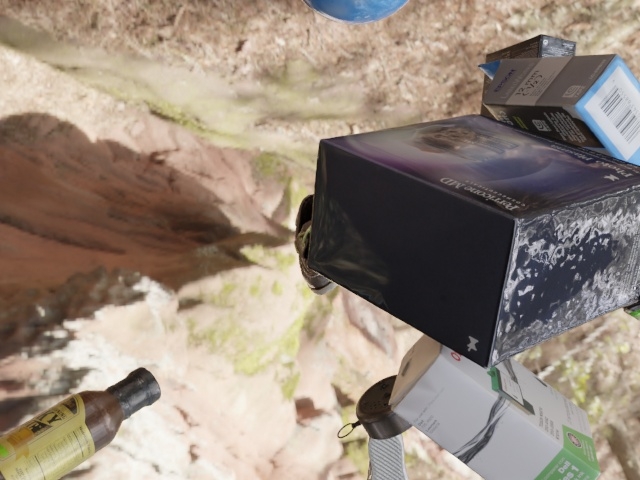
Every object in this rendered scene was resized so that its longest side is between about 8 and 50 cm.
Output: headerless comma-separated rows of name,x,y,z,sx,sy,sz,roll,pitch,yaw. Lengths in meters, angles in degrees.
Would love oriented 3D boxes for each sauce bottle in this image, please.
sauce bottle,-0.425,0.326,1.451,0.344,0.111,0.111,-31,161,-40

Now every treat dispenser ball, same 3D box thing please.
treat dispenser ball,0.071,-0.573,1.705,0.288,0.288,0.288,-10,146,-7

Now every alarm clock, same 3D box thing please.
alarm clock,0.110,0.310,1.580,0.192,0.129,0.064,-33,107,7

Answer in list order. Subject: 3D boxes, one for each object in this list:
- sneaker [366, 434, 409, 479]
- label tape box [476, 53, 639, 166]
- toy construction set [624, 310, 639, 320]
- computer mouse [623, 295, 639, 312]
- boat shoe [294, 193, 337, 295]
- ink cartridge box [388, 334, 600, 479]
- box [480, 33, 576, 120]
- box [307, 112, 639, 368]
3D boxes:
sneaker,0.149,0.500,1.949,0.102,0.161,0.282,2,112,-1
label tape box,0.396,-0.173,1.385,0.249,0.348,0.115,42,80,-23
toy construction set,0.623,0.018,1.645,0.151,0.215,0.327,-13,130,-58
computer mouse,0.526,0.038,1.546,0.042,0.193,0.106,-31,168,-22
boat shoe,0.000,0.000,1.665,0.117,0.324,0.096,-33,109,14
ink cartridge box,0.200,0.197,0.998,0.219,0.160,0.092,37,108,0
box,0.487,-0.368,2.052,0.103,0.184,0.261,9,179,-17
box,0.192,-0.022,1.026,0.294,0.296,0.182,-16,120,-39
